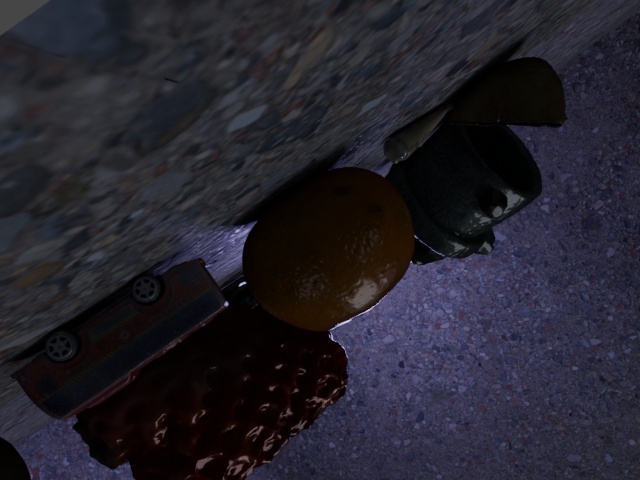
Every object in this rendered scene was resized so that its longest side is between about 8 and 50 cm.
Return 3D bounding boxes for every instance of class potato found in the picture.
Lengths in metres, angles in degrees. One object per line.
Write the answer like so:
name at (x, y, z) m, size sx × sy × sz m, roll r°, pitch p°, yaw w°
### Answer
potato at (0.264, -0.228, 0.694) m, size 0.120 × 0.100 × 0.261 m, roll 3°, pitch -165°, yaw -2°

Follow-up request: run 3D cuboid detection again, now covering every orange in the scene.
orange at (0.013, 0.013, 0.561) m, size 0.224 × 0.170 × 0.224 m, roll -33°, pitch 178°, yaw -1°

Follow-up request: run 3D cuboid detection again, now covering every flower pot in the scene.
flower pot at (0.296, -0.096, 0.975) m, size 0.299 × 0.299 × 0.283 m, roll -34°, pitch 174°, yaw -47°

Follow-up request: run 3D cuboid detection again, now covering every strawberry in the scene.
strawberry at (-0.124, 0.151, 0.571) m, size 0.336 × 0.149 × 0.265 m, roll -7°, pitch -154°, yaw -22°

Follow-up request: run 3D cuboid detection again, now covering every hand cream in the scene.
hand cream at (0.148, -0.162, 0.680) m, size 0.143 × 0.039 × 0.061 m, roll -40°, pitch 179°, yaw -31°

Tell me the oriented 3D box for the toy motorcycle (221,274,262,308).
toy motorcycle at (-0.268, 0.229, 1.289) m, size 0.410 × 0.169 × 0.237 m, roll -35°, pitch 180°, yaw 14°

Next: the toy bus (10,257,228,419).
toy bus at (-0.183, 0.090, 0.433) m, size 0.192 × 0.077 × 0.065 m, roll -35°, pitch 177°, yaw -11°

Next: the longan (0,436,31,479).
longan at (-0.332, 0.238, 0.359) m, size 0.189 × 0.189 × 0.189 m, roll -35°, pitch 179°, yaw -1°
